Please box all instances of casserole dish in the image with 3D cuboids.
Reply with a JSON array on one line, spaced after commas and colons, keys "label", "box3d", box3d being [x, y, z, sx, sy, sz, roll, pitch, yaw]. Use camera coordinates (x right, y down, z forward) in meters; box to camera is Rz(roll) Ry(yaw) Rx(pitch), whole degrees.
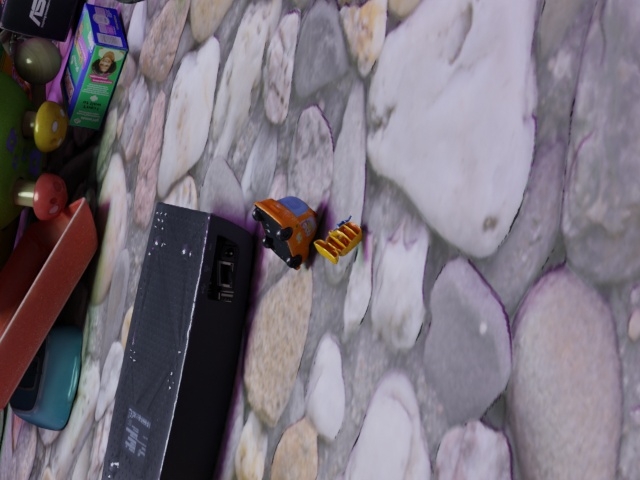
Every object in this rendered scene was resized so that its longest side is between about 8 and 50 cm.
[{"label": "casserole dish", "box3d": [-0.298, 0.144, 1.893, 0.188, 0.037, 0.114, 173, 107, -67]}]

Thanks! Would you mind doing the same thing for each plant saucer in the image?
[{"label": "plant saucer", "box3d": [-0.330, 0.088, 1.891, 0.259, 0.047, 0.258, -61, 16, -17]}]

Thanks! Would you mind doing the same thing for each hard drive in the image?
[{"label": "hard drive", "box3d": [-0.117, 0.101, 1.423, 0.172, 0.054, 0.255, -168, 89, -69]}]

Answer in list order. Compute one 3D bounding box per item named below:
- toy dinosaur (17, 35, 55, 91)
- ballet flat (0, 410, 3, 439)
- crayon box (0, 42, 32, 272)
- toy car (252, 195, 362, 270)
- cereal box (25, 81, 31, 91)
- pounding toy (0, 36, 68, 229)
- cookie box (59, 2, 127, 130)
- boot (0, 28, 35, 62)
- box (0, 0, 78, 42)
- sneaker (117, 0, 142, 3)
[{"label": "toy dinosaur", "box3d": [-0.365, -0.246, 2.258, 0.090, 0.047, 0.082, 123, 170, -65]}, {"label": "ballet flat", "box3d": [-0.470, 0.326, 2.138, 0.139, 0.139, 0.400, -171, 90, -69]}, {"label": "crayon box", "box3d": [-0.424, -0.056, 2.025, 0.363, 0.106, 0.313, 85, -166, -78]}, {"label": "toy car", "box3d": [0.000, 0.000, 1.227, 0.040, 0.060, 0.122, -39, 35, -17]}, {"label": "cereal box", "box3d": [-0.424, -0.167, 2.353, 0.173, 0.047, 0.240, 132, 143, -56]}, {"label": "pounding toy", "box3d": [-0.310, -0.101, 1.893, 0.237, 0.110, 0.183, -60, -26, -56]}, {"label": "cookie box", "box3d": [-0.249, -0.189, 1.926, 0.092, 0.040, 0.107, -110, 36, -51]}, {"label": "boot", "box3d": [-0.389, -0.285, 2.265, 0.087, 0.042, 0.118, 62, -142, -64]}, {"label": "box", "box3d": [-0.315, -0.483, 2.169, 0.318, 0.097, 0.395, -113, 39, -60]}, {"label": "sneaker", "box3d": [-0.164, -0.346, 1.751, 0.125, 0.104, 0.262, 112, 168, -74]}]
